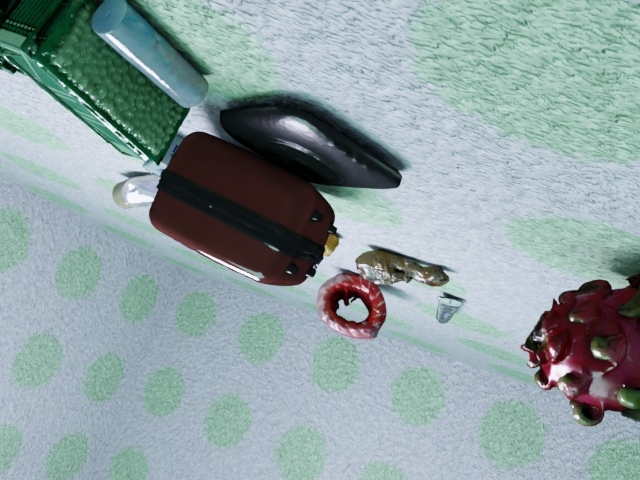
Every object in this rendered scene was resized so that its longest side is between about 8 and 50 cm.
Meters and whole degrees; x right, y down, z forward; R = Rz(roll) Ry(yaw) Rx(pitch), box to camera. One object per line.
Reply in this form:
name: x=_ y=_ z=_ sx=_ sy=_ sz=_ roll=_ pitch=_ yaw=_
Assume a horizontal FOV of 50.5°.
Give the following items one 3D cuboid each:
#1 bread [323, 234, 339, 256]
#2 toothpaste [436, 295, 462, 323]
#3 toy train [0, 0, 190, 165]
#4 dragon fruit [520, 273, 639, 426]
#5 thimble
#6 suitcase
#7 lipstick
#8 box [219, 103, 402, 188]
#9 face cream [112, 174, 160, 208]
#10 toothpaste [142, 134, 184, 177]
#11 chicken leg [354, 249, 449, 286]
bread: x=0.000 y=0.000 z=1.440 sx=0.083 sy=0.046 sz=0.081 roll=16 pitch=163 yaw=34
toothpaste: x=0.315 y=0.173 z=1.698 sx=0.062 sy=0.039 sz=0.239 roll=15 pitch=166 yaw=10
toy train: x=-0.283 y=-0.207 z=0.816 sx=0.154 sy=0.115 sz=0.269 roll=15 pitch=162 yaw=31
dragon fruit: x=0.416 y=0.130 z=0.923 sx=0.198 sy=0.272 sz=0.218 roll=51 pitch=151 yaw=15
thimble: x=0.085 y=0.176 z=1.821 sx=0.189 sy=0.163 sz=0.125 roll=26 pitch=171 yaw=11
suitcase: x=-0.107 y=-0.038 z=1.037 sx=0.236 sy=0.161 sz=0.297 roll=26 pitch=180 yaw=9
lipstick: x=-0.189 y=-0.209 z=0.774 sx=0.048 sy=0.048 sz=0.158 roll=15 pitch=168 yaw=29
box: x=-0.016 y=-0.119 z=0.899 sx=0.212 sy=0.042 sz=0.201 roll=29 pitch=169 yaw=-35
face cream: x=-0.412 y=-0.122 z=1.634 sx=0.224 sy=0.070 sz=0.114 roll=-7 pitch=153 yaw=43
toothpaste: x=-0.165 y=-0.095 z=1.242 sx=0.312 sy=0.071 sz=0.089 roll=28 pitch=163 yaw=-30
chicken leg: x=0.169 y=0.061 z=1.393 sx=0.197 sy=0.069 sz=0.085 roll=8 pitch=141 yaw=26
